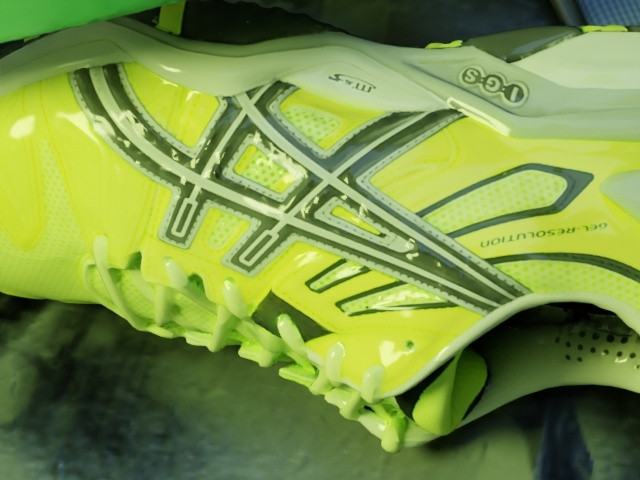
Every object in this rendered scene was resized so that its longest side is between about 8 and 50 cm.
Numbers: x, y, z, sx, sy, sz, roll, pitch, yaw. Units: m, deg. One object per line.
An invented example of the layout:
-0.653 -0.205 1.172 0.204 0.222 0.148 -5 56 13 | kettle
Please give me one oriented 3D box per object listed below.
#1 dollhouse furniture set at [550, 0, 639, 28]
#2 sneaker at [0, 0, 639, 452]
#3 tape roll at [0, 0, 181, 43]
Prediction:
0.227 -0.151 0.723 0.303 0.198 0.286 -13 50 -2 | dollhouse furniture set
0.000 0.000 0.671 0.384 0.145 0.147 -1 61 15 | sneaker
-0.103 -0.146 0.733 0.321 0.077 0.321 -12 14 3 | tape roll
